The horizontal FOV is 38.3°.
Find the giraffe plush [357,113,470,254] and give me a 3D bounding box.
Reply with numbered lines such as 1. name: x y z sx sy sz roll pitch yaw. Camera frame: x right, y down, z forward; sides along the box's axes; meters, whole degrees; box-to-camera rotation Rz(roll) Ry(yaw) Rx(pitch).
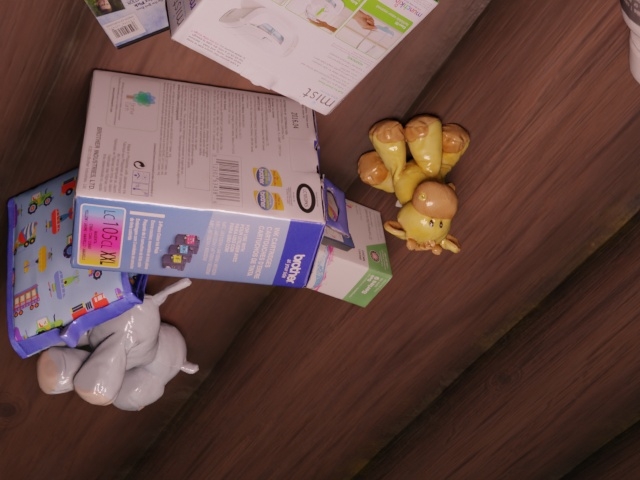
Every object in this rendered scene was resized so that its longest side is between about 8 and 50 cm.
1. giraffe plush: 0.156 -0.069 1.448 0.181 0.171 0.210 -5 136 -2

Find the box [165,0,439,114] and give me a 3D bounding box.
1. box: -0.027 -0.314 1.181 0.262 0.127 0.231 20 132 -36

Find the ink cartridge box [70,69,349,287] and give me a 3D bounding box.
1. ink cartridge box: -0.143 -0.084 1.325 0.395 0.270 0.151 5 137 -11

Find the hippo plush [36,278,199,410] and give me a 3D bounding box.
1. hippo plush: -0.357 0.176 1.661 0.294 0.234 0.236 -54 153 -10

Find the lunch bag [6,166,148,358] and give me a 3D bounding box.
1. lunch bag: -0.368 0.034 1.404 0.220 0.293 0.138 -22 134 16

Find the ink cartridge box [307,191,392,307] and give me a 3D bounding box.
1. ink cartridge box: 0.000 0.000 1.513 0.212 0.154 0.093 19 131 -24

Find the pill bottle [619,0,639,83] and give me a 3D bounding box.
1. pill bottle: 0.482 -0.366 1.154 0.204 0.204 0.361 -11 136 4

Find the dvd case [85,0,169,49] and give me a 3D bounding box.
1. dvd case: -0.246 -0.377 1.188 0.180 0.022 0.253 -19 135 11
